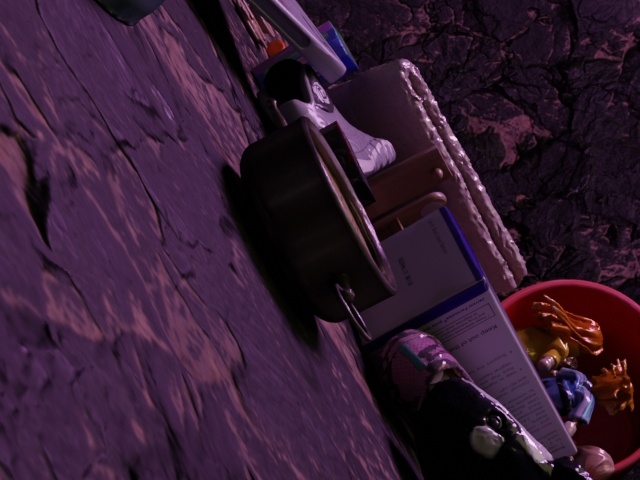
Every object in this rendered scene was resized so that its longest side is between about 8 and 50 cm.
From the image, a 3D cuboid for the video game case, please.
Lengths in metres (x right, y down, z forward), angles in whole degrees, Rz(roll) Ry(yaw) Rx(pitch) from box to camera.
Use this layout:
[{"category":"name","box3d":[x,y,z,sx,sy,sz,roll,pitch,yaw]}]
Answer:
[{"category":"video game case","box3d":[-0.076,-0.250,1.214,0.193,0.023,0.212,40,13,-41]}]

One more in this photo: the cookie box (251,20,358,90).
[{"category":"cookie box","box3d":[-0.014,-0.170,1.338,0.040,0.092,0.107,60,6,3]}]

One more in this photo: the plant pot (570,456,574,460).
[{"category":"plant pot","box3d":[0.204,0.207,1.463,0.134,0.095,0.134,60,7,-13]}]

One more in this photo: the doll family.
[{"category":"doll family","box3d":[0.212,0.138,1.301,0.263,0.163,0.118,-95,179,-61]}]

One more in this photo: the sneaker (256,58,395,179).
[{"category":"sneaker","box3d":[0.002,-0.110,1.251,0.132,0.086,0.229,59,7,-3]}]

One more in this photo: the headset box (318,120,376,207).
[{"category":"headset box","box3d":[0.001,-0.054,1.095,0.032,0.062,0.083,56,10,-49]}]

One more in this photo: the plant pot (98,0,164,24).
[{"category":"plant pot","box3d":[-0.096,-0.299,0.761,0.293,0.196,0.293,60,6,-11]}]

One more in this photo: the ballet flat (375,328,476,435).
[{"category":"ballet flat","box3d":[0.117,0.156,1.045,0.221,0.077,0.079,53,-4,-35]}]

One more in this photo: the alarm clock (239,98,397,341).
[{"category":"alarm clock","box3d":[0.000,0.000,0.854,0.129,0.064,0.192,58,5,-36]}]

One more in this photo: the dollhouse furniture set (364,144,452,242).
[{"category":"dollhouse furniture set","box3d":[0.107,0.023,1.330,0.151,0.123,0.144,66,8,32]}]

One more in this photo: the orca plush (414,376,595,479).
[{"category":"orca plush","box3d":[0.132,0.243,0.953,0.151,0.102,0.287,2,-60,44]}]

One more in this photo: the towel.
[{"category":"towel","box3d":[0.097,-0.056,1.453,0.187,0.049,0.282,-12,-68,52]}]

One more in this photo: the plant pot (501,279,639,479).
[{"category":"plant pot","box3d":[0.335,0.226,1.827,0.243,0.275,0.275,72,-6,-62]}]

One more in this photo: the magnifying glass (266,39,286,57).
[{"category":"magnifying glass","box3d":[-0.006,-0.152,1.641,0.231,0.026,0.092,59,7,-42]}]

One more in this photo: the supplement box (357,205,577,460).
[{"category":"supplement box","box3d":[0.115,0.101,1.129,0.220,0.114,0.111,56,8,-34]}]

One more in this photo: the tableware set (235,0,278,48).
[{"category":"tableware set","box3d":[-0.091,-0.287,1.532,0.141,0.020,0.169,61,6,-12]}]
